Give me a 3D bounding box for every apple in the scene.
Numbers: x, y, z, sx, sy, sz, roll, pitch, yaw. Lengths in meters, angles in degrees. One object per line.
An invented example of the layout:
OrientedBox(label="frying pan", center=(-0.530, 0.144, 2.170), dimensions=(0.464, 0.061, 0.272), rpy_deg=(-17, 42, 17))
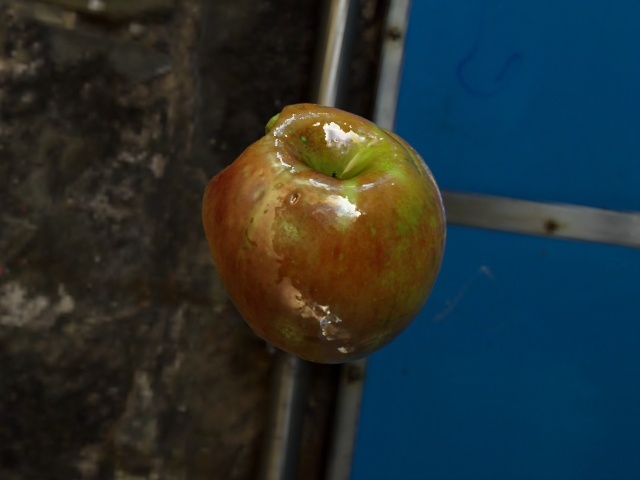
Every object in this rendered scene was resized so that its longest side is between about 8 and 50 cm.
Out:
OrientedBox(label="apple", center=(0.000, 0.000, 1.236), dimensions=(0.246, 0.246, 0.226), rpy_deg=(-100, -162, -51))
